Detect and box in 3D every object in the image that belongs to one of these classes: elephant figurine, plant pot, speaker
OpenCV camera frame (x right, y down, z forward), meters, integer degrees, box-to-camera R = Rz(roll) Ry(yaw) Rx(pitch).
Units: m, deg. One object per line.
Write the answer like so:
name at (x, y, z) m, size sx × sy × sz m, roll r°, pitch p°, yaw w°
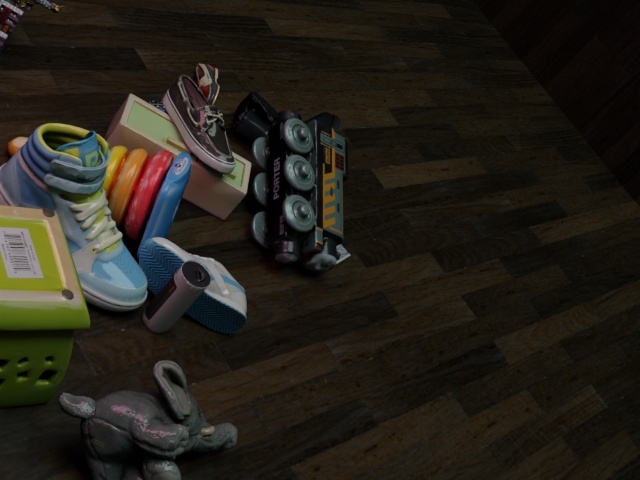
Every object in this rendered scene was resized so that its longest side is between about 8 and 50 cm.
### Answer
elephant figurine at (-0.235, 0.261, 1.416) m, size 0.169 × 0.186 × 0.239 m, roll 2°, pitch 19°, yaw 15°
plant pot at (-0.447, 0.076, 1.321) m, size 0.227 × 0.207 × 0.228 m, roll 5°, pitch 48°, yaw -42°
speaker at (-0.232, 0.092, 1.583) m, size 0.055 × 0.136 × 0.055 m, roll 27°, pitch 38°, yaw -23°

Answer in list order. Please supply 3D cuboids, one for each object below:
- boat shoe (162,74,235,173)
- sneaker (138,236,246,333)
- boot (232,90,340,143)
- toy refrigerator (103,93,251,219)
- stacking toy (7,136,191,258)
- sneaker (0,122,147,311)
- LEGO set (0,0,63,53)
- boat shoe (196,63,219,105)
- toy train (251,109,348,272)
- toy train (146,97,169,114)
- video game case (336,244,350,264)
boat shoe at (-0.219, -0.218, 1.827) m, size 0.078 × 0.070 × 0.219 m, roll -4°, pitch 50°, yaw -53°
sneaker at (-0.217, 0.065, 1.665) m, size 0.228 × 0.087 × 0.092 m, roll 43°, pitch 26°, yaw -31°
boot at (-0.075, -0.259, 2.154) m, size 0.207 × 0.094 × 0.246 m, roll 40°, pitch 40°, yaw -12°
toy refrigerator at (-0.267, -0.158, 1.854) m, size 0.269 × 0.094 × 0.102 m, roll 30°, pitch 36°, yaw -20°
stacking toy at (-0.383, -0.112, 1.666) m, size 0.302 × 0.166 × 0.175 m, roll 22°, pitch 28°, yaw -5°
sneaker at (-0.362, -0.047, 1.536) m, size 0.319 × 0.208 × 0.127 m, roll 44°, pitch 33°, yaw -2°
LEGO set at (-0.613, -0.408, 1.679) m, size 0.255 × 0.192 × 0.331 m, roll 36°, pitch 35°, yaw -12°
boat shoe at (-0.244, -0.332, 2.104) m, size 0.043 × 0.049 × 0.137 m, roll 21°, pitch 38°, yaw -25°
toy train at (-0.032, -0.097, 1.955) m, size 0.190 × 0.142 × 0.334 m, roll 22°, pitch 55°, yaw -37°
toy train at (-0.292, -0.265, 2.004) m, size 0.158 × 0.027 × 0.036 m, roll -1°, pitch 65°, yaw -47°
video game case at (0.000, 0.000, 2.030) m, size 0.122 × 0.011 × 0.087 m, roll 49°, pitch 34°, yaw 8°
